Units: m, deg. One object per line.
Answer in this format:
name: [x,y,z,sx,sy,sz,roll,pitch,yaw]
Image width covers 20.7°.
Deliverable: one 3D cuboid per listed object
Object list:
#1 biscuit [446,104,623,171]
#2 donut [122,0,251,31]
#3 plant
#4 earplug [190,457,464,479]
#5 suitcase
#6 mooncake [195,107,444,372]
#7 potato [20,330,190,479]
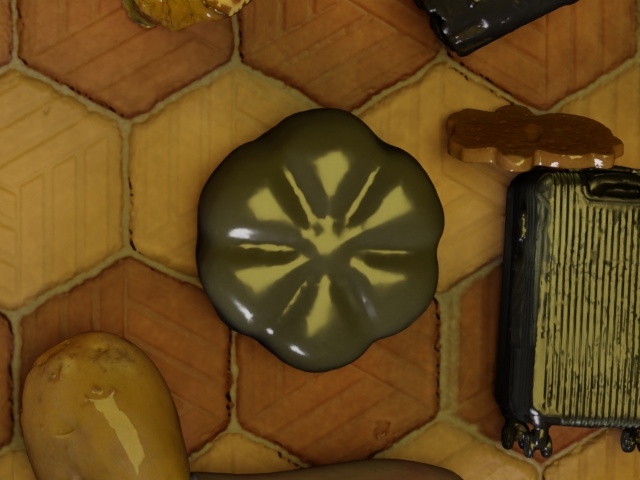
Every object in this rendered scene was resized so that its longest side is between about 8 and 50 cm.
biscuit: [0.222,-0.107,1.859,0.184,0.133,0.027,-3,119,-8]
donut: [-0.218,-0.418,1.733,0.435,0.163,0.377,24,84,-11]
plant: [0.218,-0.302,1.839,0.256,0.164,0.142,-38,96,5]
earplug: [0.022,0.299,1.808,0.301,0.172,0.172,-8,93,-18]
suitcase: [0.292,0.075,1.876,0.202,0.128,0.312,3,91,-13]
mooncake: [0.000,0.000,1.806,0.275,0.135,0.274,-1,94,-10]
potato: [-0.209,0.205,1.754,0.146,0.150,0.233,-22,101,-34]
